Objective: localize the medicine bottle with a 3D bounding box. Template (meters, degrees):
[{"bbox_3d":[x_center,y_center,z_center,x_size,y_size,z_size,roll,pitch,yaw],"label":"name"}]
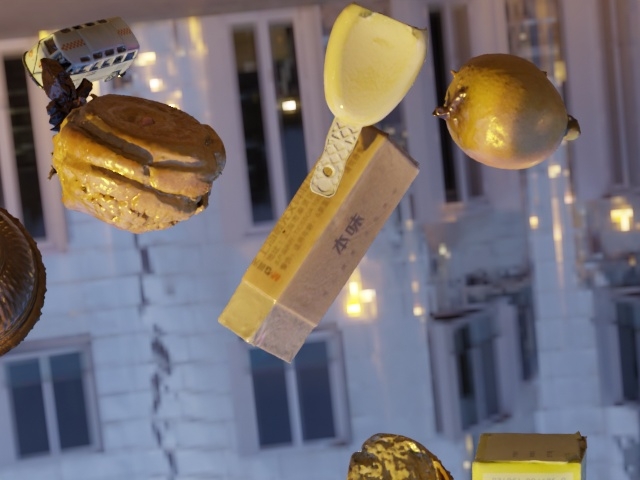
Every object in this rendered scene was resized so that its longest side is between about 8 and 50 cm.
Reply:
[{"bbox_3d":[0.258,0.368,1.759,0.141,0.250,0.137,0,-173,7],"label":"medicine bottle"}]

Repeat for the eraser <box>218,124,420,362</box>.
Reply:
[{"bbox_3d":[0.000,0.000,2.002,0.078,0.343,0.144,32,179,30],"label":"eraser"}]

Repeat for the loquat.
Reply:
[{"bbox_3d":[0.256,-0.169,1.927,0.204,0.149,0.172,17,-170,-20],"label":"loquat"}]

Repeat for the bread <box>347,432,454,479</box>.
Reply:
[{"bbox_3d":[0.110,0.444,1.988,0.171,0.314,0.192,3,153,8],"label":"bread"}]

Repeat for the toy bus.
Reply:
[{"bbox_3d":[-0.364,-0.288,2.212,0.089,0.087,0.194,-38,173,37],"label":"toy bus"}]

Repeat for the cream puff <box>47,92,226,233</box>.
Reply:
[{"bbox_3d":[-0.199,-0.075,1.515,0.189,0.130,0.189,13,-162,-4],"label":"cream puff"}]

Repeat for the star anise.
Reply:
[{"bbox_3d":[-0.339,-0.198,2.080,0.144,0.158,0.140,-23,-145,48],"label":"star anise"}]

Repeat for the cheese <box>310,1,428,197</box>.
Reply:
[{"bbox_3d":[0.046,-0.176,1.867,0.127,0.252,0.054,20,-173,-9],"label":"cheese"}]

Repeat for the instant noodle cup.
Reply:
[{"bbox_3d":[-0.491,0.032,1.918,0.274,0.274,0.091,-9,158,-27],"label":"instant noodle cup"}]
